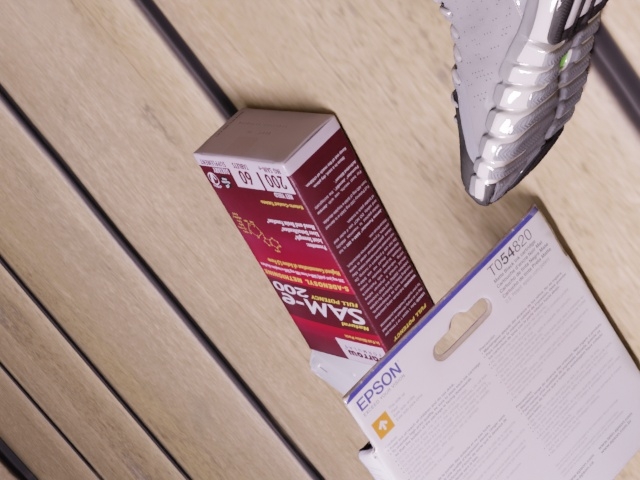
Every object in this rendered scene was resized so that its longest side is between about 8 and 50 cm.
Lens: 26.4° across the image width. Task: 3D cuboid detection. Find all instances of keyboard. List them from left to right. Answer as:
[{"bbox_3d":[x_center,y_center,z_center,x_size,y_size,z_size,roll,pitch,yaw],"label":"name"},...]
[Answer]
[{"bbox_3d":[0.092,0.175,1.389,0.256,0.014,0.072,34,134,20],"label":"keyboard"}]

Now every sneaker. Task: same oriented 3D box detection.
[{"bbox_3d":[0.104,-0.134,0.877,0.132,0.086,0.229,40,144,21],"label":"sneaker"}]

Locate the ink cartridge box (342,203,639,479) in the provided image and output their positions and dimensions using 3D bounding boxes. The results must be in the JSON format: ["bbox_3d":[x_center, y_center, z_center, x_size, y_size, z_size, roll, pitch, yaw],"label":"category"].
[{"bbox_3d":[0.135,0.124,1.027,0.224,0.223,0.045,56,157,-21],"label":"ink cartridge box"}]

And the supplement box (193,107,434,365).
[{"bbox_3d":[0.000,0.000,1.213,0.130,0.073,0.239,10,138,49],"label":"supplement box"}]
